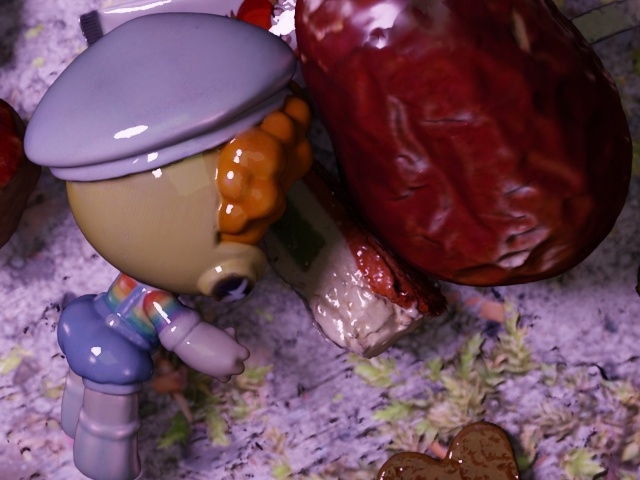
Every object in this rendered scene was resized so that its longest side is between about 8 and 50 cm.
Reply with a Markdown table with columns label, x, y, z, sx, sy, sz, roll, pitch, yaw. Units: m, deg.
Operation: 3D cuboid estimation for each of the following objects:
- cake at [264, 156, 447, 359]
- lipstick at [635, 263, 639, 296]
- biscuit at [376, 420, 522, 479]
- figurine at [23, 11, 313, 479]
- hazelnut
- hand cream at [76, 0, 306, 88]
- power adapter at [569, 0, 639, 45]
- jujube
| label | x | y | z | sx | sy | sz | roll | pitch | yaw |
| --- | --- | --- | --- | --- | --- | --- | --- | --- | --- |
| cake | 0.000 | 0.005 | 1.342 | 0.086 | 0.117 | 0.220 | -44 | 95 | 9 |
| lipstick | 0.383 | 0.043 | 1.366 | 0.241 | 0.080 | 0.080 | 13 | 94 | -2 |
| biscuit | 0.135 | 0.273 | 1.380 | 0.180 | 0.039 | 0.236 | -19 | 78 | -5 |
| figurine | -0.135 | 0.013 | 1.269 | 0.205 | 0.224 | 0.382 | 7 | 102 | -24 |
| hazelnut | -0.296 | -0.057 | 1.320 | 0.143 | 0.154 | 0.143 | 3 | 65 | -7 |
| hand cream | -0.027 | -0.175 | 1.361 | 0.336 | 0.076 | 0.121 | -17 | 94 | 7 |
| power adapter | 0.287 | -0.195 | 1.323 | 0.205 | 0.130 | 0.125 | -19 | 94 | 2 |
| jujube | 0.104 | -0.100 | 1.250 | 0.223 | 0.223 | 0.318 | -35 | 132 | 2 |
